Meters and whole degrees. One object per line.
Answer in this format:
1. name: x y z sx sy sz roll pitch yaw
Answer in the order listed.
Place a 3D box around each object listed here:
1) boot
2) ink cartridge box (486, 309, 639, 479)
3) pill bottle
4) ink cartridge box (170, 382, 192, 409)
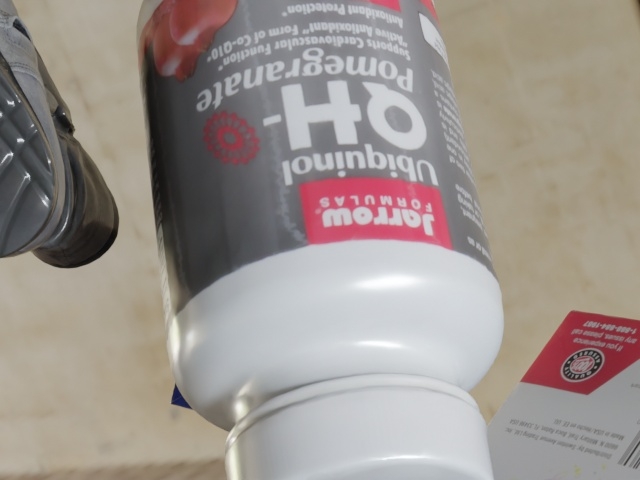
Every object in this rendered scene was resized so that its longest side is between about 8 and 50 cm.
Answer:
1. boot: -0.227 -0.136 0.949 0.118 0.338 0.223 -19 0 2
2. ink cartridge box: 0.179 0.205 1.042 0.306 0.131 0.226 -53 29 -17
3. pill bottle: 0.000 0.000 0.887 0.176 0.318 0.176 -7 -31 -4
4. ink cartridge box: -0.036 0.068 1.086 0.046 0.097 0.207 13 -4 15
